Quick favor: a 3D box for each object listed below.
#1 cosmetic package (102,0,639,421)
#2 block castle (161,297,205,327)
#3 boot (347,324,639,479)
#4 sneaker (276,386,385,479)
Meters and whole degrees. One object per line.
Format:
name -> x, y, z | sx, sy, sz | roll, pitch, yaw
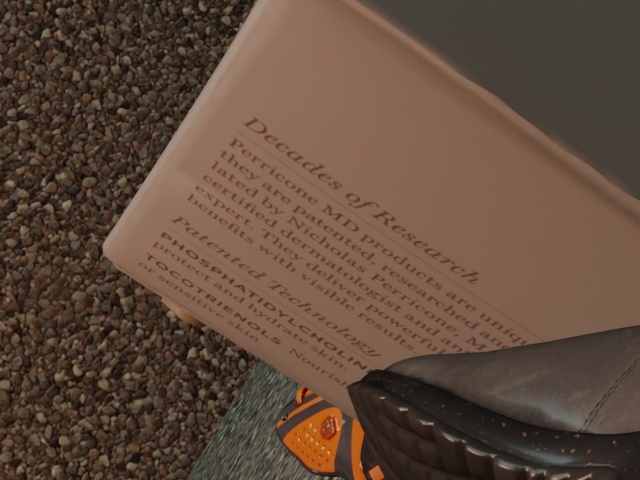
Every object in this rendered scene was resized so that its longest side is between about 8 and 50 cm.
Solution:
cosmetic package -> 0.118, -0.088, 0.852 | 0.329, 0.327, 0.394 | -60, 7, -29
block castle -> 0.000, 0.000, 1.512 | 0.213, 0.303, 0.453 | -62, 5, 7
boot -> 0.163, 0.054, 0.477 | 0.223, 0.118, 0.338 | -32, 14, -21
sneaker -> 0.030, 0.090, 1.194 | 0.180, 0.125, 0.321 | -47, 31, 31
